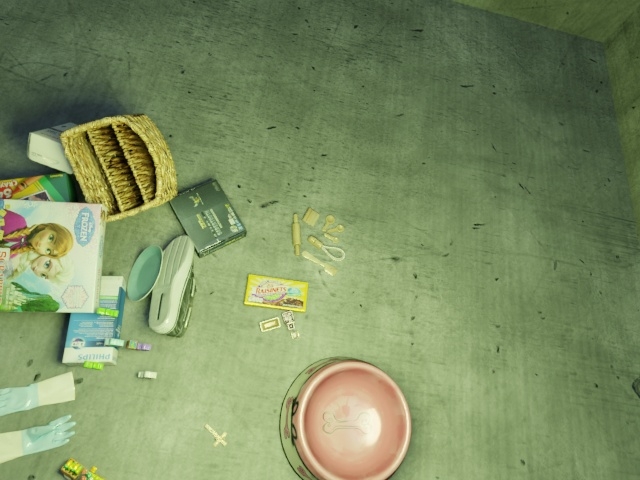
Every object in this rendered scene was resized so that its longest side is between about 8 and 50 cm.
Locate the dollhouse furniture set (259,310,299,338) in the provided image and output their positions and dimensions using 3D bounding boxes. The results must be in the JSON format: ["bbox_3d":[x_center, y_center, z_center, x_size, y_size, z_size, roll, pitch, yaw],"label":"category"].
[{"bbox_3d":[-0.131,0.284,1.458,0.114,0.081,0.091,-15,84,-9],"label":"dollhouse furniture set"}]

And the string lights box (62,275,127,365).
[{"bbox_3d":[-0.673,0.240,1.366,0.133,0.077,0.259,3,67,-11],"label":"string lights box"}]

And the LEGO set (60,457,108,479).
[{"bbox_3d":[-0.577,0.686,1.177,0.132,0.107,0.287,-23,74,-20],"label":"LEGO set"}]

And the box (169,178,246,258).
[{"bbox_3d":[-0.390,-0.079,1.574,0.183,0.059,0.232,-27,74,-20],"label":"box"}]

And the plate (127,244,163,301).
[{"bbox_3d":[-0.542,0.104,1.420,0.024,0.188,0.188,30,56,-44],"label":"plate"}]

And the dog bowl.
[{"bbox_3d":[0.088,0.544,1.359,0.408,0.150,0.408,4,67,-10],"label":"dog bowl"}]

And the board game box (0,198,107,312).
[{"bbox_3d":[-0.797,0.046,1.300,0.318,0.066,0.318,2,83,-11],"label":"board game box"}]

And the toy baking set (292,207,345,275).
[{"bbox_3d":[-0.007,-0.002,1.639,0.197,0.030,0.256,5,66,-10],"label":"toy baking set"}]

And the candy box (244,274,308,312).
[{"bbox_3d":[-0.148,0.179,1.533,0.206,0.027,0.105,9,63,-9],"label":"candy box"}]

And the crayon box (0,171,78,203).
[{"bbox_3d":[-0.930,-0.020,1.377,0.363,0.106,0.313,-11,82,-16],"label":"crayon box"}]

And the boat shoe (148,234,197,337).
[{"bbox_3d":[-0.453,0.146,1.436,0.121,0.119,0.335,-9,57,21],"label":"boat shoe"}]

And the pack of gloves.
[{"bbox_3d":[-0.804,0.486,1.250,0.232,0.046,0.195,-11,71,-17],"label":"pack of gloves"}]

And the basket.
[{"bbox_3d":[-0.605,-0.232,1.416,0.213,0.223,0.299,-13,103,21],"label":"basket"}]

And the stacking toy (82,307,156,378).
[{"bbox_3d":[-0.562,0.303,1.322,0.221,0.052,0.167,26,58,-40],"label":"stacking toy"}]

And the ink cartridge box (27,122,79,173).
[{"bbox_3d":[-0.820,-0.307,1.499,0.158,0.092,0.218,20,25,-3],"label":"ink cartridge box"}]

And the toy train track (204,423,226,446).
[{"bbox_3d":[-0.308,0.572,1.336,0.083,0.014,0.048,41,65,8],"label":"toy train track"}]
